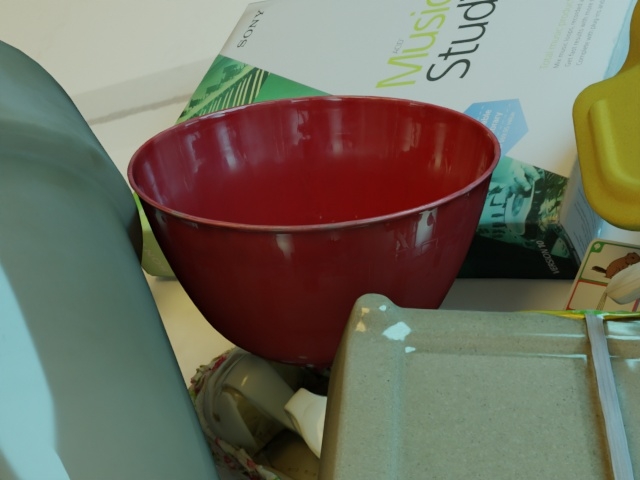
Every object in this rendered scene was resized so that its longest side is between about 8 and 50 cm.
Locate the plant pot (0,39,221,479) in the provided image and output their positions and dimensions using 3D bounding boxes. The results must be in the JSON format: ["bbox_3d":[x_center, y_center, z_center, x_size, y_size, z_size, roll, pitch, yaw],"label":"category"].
[{"bbox_3d":[-0.166,0.125,0.474,0.323,0.323,0.280,-37,67,-3],"label":"plant pot"}]

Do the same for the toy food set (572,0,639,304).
[{"bbox_3d":[0.186,-0.047,0.537,0.128,0.071,0.218,-40,26,33],"label":"toy food set"}]

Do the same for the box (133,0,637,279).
[{"bbox_3d":[0.043,-0.079,0.769,0.322,0.058,0.232,-2,48,36],"label":"box"}]

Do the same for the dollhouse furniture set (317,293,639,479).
[{"bbox_3d":[0.091,0.165,0.427,0.197,0.151,0.301,2,35,5],"label":"dollhouse furniture set"}]

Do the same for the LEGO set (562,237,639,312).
[{"bbox_3d":[0.222,0.047,0.525,0.244,0.060,0.182,10,70,44],"label":"LEGO set"}]

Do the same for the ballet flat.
[{"bbox_3d":[-0.003,0.092,0.604,0.241,0.077,0.091,19,65,47],"label":"ballet flat"}]

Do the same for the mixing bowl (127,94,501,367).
[{"bbox_3d":[0.000,0.000,0.600,0.181,0.098,0.181,-4,24,2],"label":"mixing bowl"}]
